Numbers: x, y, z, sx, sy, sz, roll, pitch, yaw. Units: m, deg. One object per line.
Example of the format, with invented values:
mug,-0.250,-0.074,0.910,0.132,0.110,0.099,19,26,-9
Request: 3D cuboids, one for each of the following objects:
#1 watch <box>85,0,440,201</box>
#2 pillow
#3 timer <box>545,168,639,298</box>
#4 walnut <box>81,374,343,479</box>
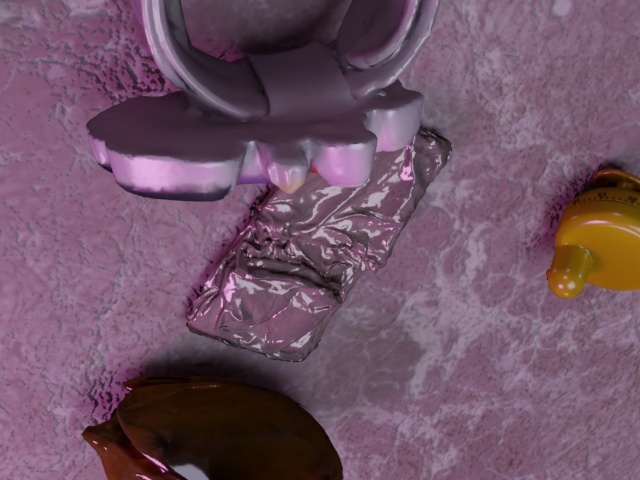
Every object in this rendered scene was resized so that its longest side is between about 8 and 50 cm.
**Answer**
watch,-0.042,-0.155,0.902,0.244,0.196,0.231,-9,121,-14
pillow,0.000,0.000,1.123,0.135,0.049,0.248,24,109,-32
timer,0.260,0.007,1.211,0.107,0.109,0.107,15,144,11
walnut,-0.087,0.186,1.169,0.245,0.137,0.137,11,119,-31
